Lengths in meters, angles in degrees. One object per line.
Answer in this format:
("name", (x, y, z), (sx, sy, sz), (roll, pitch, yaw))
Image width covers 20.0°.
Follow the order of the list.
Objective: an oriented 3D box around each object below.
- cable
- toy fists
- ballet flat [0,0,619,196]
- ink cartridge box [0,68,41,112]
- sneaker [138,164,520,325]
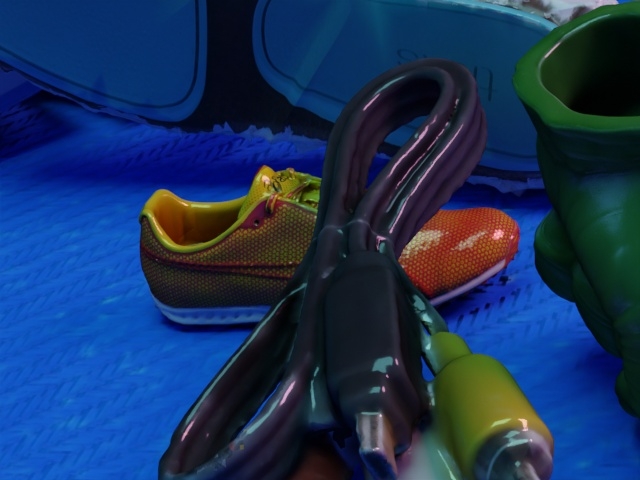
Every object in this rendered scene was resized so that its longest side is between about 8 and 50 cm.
("cable", (0.016, 0.033, 0.714), (0.139, 0.072, 0.287), (-21, 28, 15))
("toy fists", (0.155, 0.024, 0.608), (0.096, 0.142, 0.279), (-32, 30, -12))
("ballet flat", (-0.023, -0.120, 0.941), (0.409, 0.147, 0.147), (19, 36, 18))
("ink cartridge box", (-0.317, -0.141, 1.121), (0.223, 0.129, 0.307), (-32, 31, -15))
("sneaker", (0.000, 0.000, 0.803), (0.175, 0.067, 0.064), (-4, 26, 13))
